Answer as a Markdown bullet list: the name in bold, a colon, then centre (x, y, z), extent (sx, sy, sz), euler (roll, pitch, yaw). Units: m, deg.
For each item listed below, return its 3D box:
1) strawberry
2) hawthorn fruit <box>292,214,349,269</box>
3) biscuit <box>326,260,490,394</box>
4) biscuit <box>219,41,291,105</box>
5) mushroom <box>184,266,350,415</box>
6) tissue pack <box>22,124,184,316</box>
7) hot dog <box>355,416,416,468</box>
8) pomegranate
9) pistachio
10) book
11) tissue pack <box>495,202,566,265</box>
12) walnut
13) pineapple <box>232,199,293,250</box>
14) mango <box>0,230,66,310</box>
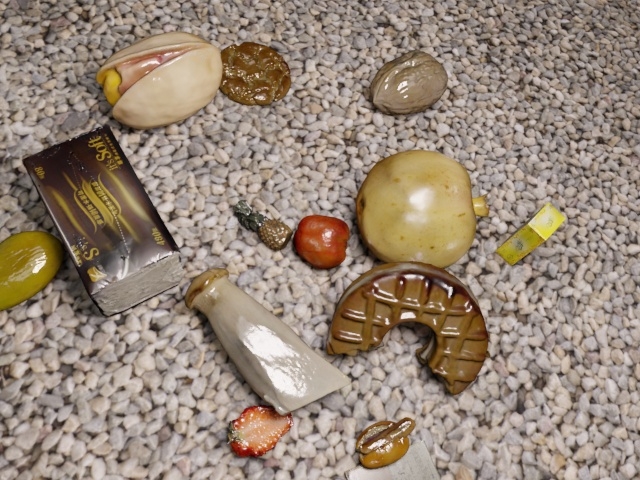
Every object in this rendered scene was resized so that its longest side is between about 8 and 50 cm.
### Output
- **strawberry**: centre (-0.129, 0.404, 1.195), extent (0.152, 0.048, 0.104), euler (-6, 60, -28)
- **hawthorn fruit**: centre (0.000, 0.000, 1.354), extent (0.137, 0.133, 0.133), euler (13, 64, 6)
- **biscuit**: centre (0.210, 0.184, 1.259), extent (0.366, 0.115, 0.268), euler (14, 107, -5)
- **biscuit**: centre (-0.190, -0.471, 1.582), extent (0.225, 0.042, 0.226), euler (5, 66, -10)
- **mushroom**: centre (-0.135, 0.227, 1.224), extent (0.407, 0.137, 0.154), euler (40, 77, 11)
- **tissue pack**: centre (-0.474, -0.046, 1.247), extent (0.210, 0.198, 0.370), euler (-29, 74, -17)
- **hot dog**: centre (0.144, 0.433, 1.215), extent (0.140, 0.060, 0.090), euler (-11, 52, -16)
- **pomegranate**: centre (0.244, -0.074, 1.349), extent (0.319, 0.319, 0.319), euler (4, 65, -9)
- **pistachio**: centre (-0.393, -0.409, 1.412), extent (0.308, 0.230, 0.230), euler (-24, 72, -20)
- **book**: centre (0.165, 0.530, 1.208), extent (0.198, 0.016, 0.139), euler (-15, 69, -16)
- **tissue pack**: centre (0.533, -0.012, 1.434), extent (0.095, 0.176, 0.062), euler (-39, 80, -24)
- **walnut**: centre (0.240, -0.436, 1.583), extent (0.230, 0.178, 0.178), euler (-30, 74, -17)
- **pineapple**: centre (-0.145, -0.041, 1.382), extent (0.159, 0.074, 0.074), euler (34, 64, 11)
- **mango**: centre (-0.667, 0.075, 1.218), extent (0.137, 0.091, 0.237), euler (35, 70, 12)
